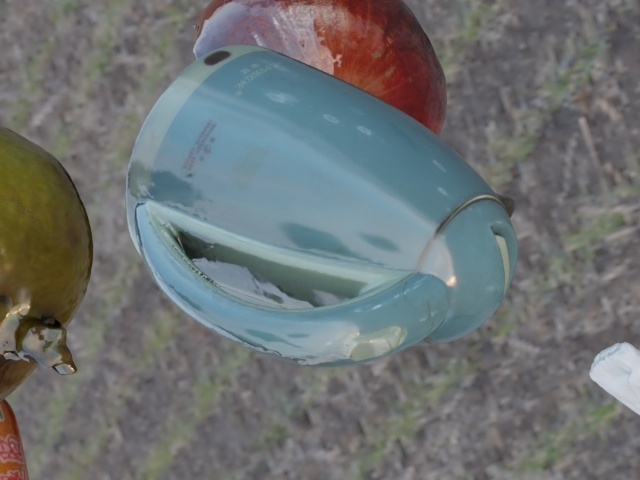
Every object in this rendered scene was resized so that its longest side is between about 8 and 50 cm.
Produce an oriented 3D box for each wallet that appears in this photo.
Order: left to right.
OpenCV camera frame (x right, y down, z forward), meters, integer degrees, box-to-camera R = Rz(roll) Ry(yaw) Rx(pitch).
[{"bbox_3d":[0.345,0.167,1.582,0.183,0.032,0.124,37,164,0],"label":"wallet"}]

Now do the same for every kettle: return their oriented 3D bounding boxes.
[{"bbox_3d":[0.000,0.000,1.484,0.342,0.319,0.247,25,134,33],"label":"kettle"}]

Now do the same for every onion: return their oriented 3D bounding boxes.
[{"bbox_3d":[0.002,-0.175,2.029,0.341,0.341,0.341,37,137,46],"label":"onion"}]

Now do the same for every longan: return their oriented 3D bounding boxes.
[{"bbox_3d":[-0.182,0.020,0.804,0.176,0.145,0.155,38,121,32],"label":"longan"}]

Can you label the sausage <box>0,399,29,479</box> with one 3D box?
[{"bbox_3d":[-0.191,0.249,1.015,0.053,0.053,0.348,133,129,-58],"label":"sausage"}]
